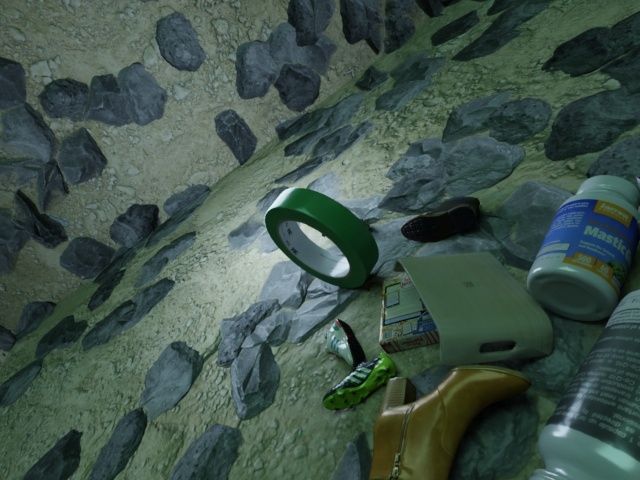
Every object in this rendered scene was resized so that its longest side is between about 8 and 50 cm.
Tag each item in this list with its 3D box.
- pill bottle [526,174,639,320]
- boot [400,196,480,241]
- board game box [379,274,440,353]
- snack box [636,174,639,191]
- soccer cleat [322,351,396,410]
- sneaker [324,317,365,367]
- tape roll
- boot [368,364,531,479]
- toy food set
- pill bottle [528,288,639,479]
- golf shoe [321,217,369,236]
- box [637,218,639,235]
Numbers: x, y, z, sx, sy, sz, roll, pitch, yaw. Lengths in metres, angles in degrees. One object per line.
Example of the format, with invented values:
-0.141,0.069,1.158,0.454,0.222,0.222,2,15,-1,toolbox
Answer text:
0.517,0.004,0.888,0.152,0.152,0.272,5,51,48,pill bottle
0.331,-0.058,1.260,0.219,0.082,0.106,-15,16,39,boot
0.216,0.160,1.088,0.146,0.045,0.194,-20,35,27,board game box
0.664,-0.084,0.869,0.100,0.141,0.037,-30,31,12,snack box
0.083,0.311,1.018,0.178,0.060,0.072,-30,23,-1,soccer cleat
0.052,0.263,1.121,0.075,0.057,0.161,-49,30,13,sneaker
0.000,0.000,1.249,0.321,0.321,0.077,4,49,47,tape roll
0.224,0.340,0.808,0.294,0.104,0.211,-19,41,35,boot
0.297,0.128,0.960,0.219,0.093,0.306,-3,30,-9,toy food set
0.423,0.255,0.604,0.361,0.204,0.204,-47,33,-17,pill bottle
0.079,-0.038,1.485,0.186,0.067,0.086,9,85,44,golf shoe
0.728,-0.043,0.770,0.311,0.121,0.148,-33,31,7,box
